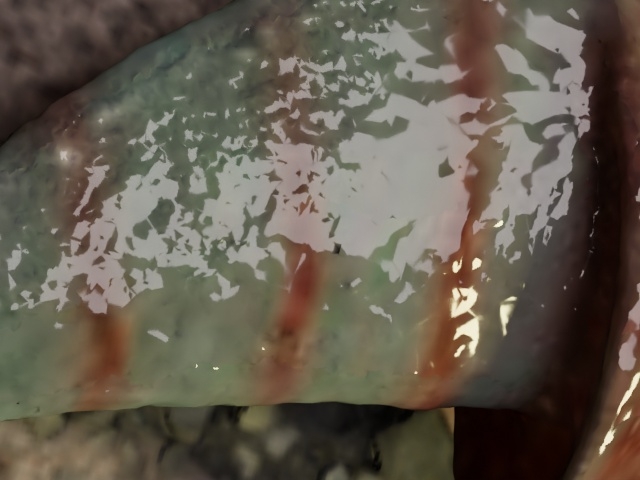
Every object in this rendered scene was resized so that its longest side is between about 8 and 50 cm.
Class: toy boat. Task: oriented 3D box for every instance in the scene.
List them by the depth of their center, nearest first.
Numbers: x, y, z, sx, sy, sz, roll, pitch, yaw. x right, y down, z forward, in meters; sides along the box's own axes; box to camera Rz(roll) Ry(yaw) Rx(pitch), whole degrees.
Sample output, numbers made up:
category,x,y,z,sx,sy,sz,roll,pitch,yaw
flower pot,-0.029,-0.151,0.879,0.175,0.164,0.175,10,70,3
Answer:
category,x,y,z,sx,sy,sz,roll,pitch,yaw
toy boat,0.000,0.000,0.478,0.282,0.096,0.206,0,97,-22
